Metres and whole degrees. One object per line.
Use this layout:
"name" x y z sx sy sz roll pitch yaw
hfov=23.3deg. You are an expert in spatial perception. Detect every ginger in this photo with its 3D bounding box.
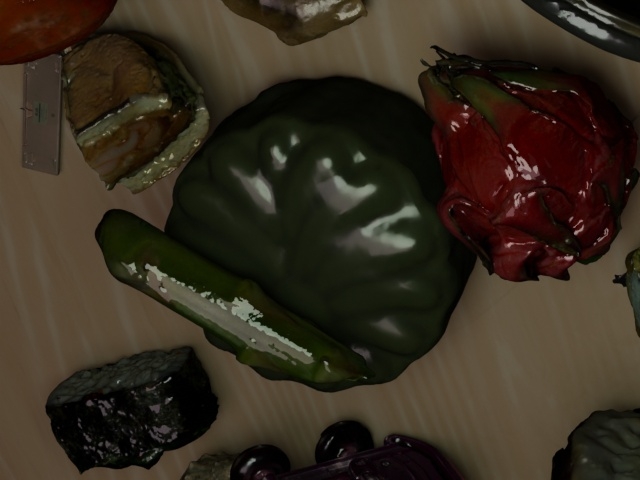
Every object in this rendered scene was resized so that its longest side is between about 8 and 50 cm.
"ginger" -0.038 -0.275 1.733 0.190 0.069 0.095 24 126 9

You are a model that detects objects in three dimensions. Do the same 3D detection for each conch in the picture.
"conch" -0.112 0.357 2.036 0.155 0.130 0.207 32 138 21

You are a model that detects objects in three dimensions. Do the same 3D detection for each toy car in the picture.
"toy car" 0.024 0.391 1.893 0.341 0.271 0.240 -11 117 -15

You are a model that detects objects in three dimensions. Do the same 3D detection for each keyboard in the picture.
"keyboard" -0.349 -0.163 1.948 0.055 0.017 0.166 13 119 11

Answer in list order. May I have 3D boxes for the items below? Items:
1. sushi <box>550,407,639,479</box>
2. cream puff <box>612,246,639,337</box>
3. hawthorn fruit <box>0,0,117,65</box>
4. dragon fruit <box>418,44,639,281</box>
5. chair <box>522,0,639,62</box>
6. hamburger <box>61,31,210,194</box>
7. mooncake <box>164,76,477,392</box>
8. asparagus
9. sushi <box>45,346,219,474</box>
"sushi" 0.376 0.361 1.746 0.281 0.299 0.294 30 123 34
"cream puff" 0.406 0.062 1.682 0.156 0.156 0.121 -5 143 24
"hawthorn fruit" -0.370 -0.290 1.749 0.300 0.254 0.254 -42 94 17
"dragon fruit" 0.202 -0.088 1.625 0.293 0.233 0.234 34 124 -17
"chair" 0.348 -0.392 1.364 0.362 0.364 0.410 30 127 6
"hamburger" -0.221 -0.170 1.824 0.155 0.207 0.135 -30 133 1
"mooncake" 0.000 0.000 1.780 0.356 0.194 0.356 9 116 19
"asparagus" -0.097 0.075 1.703 0.343 0.082 0.085 30 128 3
"sushi" -0.242 0.223 2.027 0.225 0.124 0.127 -17 107 22
